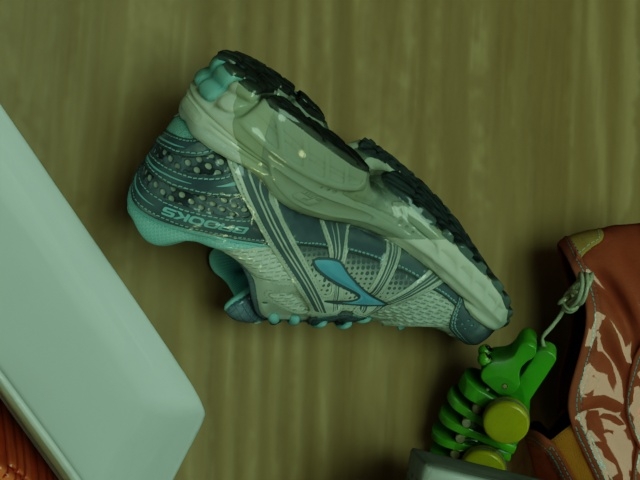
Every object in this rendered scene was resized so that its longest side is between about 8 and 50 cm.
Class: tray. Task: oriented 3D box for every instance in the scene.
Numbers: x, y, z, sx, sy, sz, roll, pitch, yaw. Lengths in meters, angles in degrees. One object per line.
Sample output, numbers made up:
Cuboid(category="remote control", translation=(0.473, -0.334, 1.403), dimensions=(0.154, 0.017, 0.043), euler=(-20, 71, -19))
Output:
Cuboid(category="tray", translation=(-0.159, 0.026, 0.795), dimensions=(0.270, 0.030, 0.145), euler=(58, 23, -16))

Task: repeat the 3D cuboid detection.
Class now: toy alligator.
Cuboid(category="toy alligator", translation=(0.109, 0.091, 0.947), dimensions=(0.051, 0.056, 0.189), euler=(21, 114, 0))

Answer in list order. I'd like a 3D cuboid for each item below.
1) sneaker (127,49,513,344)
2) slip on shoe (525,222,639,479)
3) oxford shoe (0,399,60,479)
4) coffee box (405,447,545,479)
Cuboid(category="sneaker", translation=(0.000, 0.000, 0.898), dimensions=(0.122, 0.110, 0.283), euler=(-46, 130, 12))
Cuboid(category="slip on shoe", translation=(0.181, 0.148, 0.996), dimensions=(0.101, 0.123, 0.331), euler=(7, 90, 3))
Cuboid(category="oxford shoe", translation=(-0.225, 0.091, 0.766), dimensions=(0.098, 0.097, 0.271), euler=(-41, 120, 9))
Cuboid(category="coffee box", translation=(0.101, 0.286, 0.871), dimensions=(0.168, 0.119, 0.297), euler=(14, 86, 0))
